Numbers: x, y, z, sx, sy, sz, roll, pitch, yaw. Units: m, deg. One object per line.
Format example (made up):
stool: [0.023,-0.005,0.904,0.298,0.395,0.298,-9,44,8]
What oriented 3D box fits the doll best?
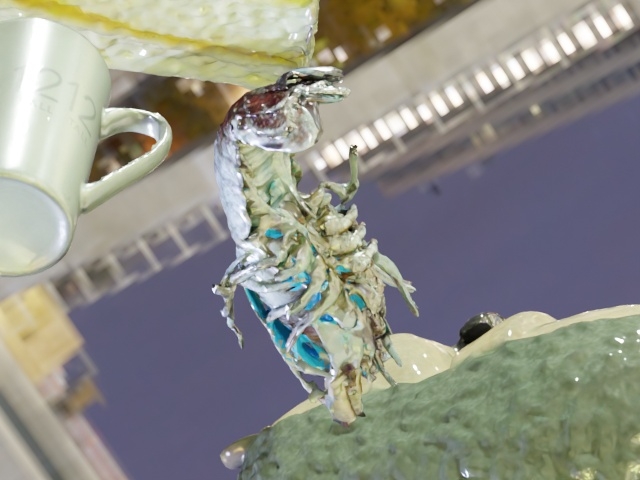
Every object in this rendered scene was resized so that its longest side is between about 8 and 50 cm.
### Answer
doll: [0.109,0.147,1.002,0.350,0.247,0.247,-16,-166,17]

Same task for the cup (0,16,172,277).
cup: [-0.096,-0.028,0.627,0.054,0.075,0.083,-46,-153,34]

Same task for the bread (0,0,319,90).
bread: [-0.112,-0.240,0.892,0.264,0.239,0.395,1,147,-6]

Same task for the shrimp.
shrimp: [-0.004,-0.002,0.712,0.076,0.174,0.082,20,-129,33]
